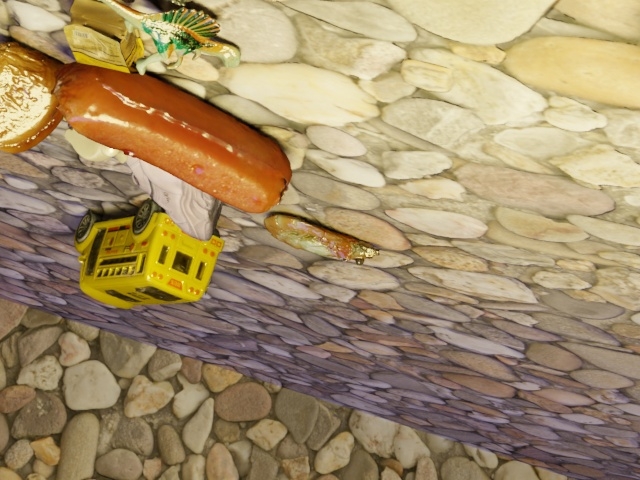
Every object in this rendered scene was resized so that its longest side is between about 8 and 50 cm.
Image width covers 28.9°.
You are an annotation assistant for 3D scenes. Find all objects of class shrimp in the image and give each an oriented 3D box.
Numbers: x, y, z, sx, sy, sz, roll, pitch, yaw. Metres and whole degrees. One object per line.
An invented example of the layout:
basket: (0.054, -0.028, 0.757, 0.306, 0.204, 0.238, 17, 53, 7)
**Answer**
shrimp: (0.000, 0.000, 1.885, 0.184, 0.043, 0.091, 18, 161, -2)

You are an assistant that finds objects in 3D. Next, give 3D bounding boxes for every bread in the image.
bread: (-0.365, -0.168, 1.509, 0.126, 0.129, 0.044, 28, -167, -40)

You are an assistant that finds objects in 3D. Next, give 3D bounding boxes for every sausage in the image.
sausage: (-0.171, -0.131, 1.505, 0.330, 0.102, 0.102, 25, 162, -32)

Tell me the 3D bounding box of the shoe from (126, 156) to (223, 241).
shoe: (-0.203, -0.077, 1.746, 0.137, 0.095, 0.245, 19, 161, 2)

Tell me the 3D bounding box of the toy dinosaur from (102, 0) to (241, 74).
toy dinosaur: (-0.154, -0.219, 1.279, 0.106, 0.044, 0.187, -4, 150, 18)

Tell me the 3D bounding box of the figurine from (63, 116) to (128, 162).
figurine: (-0.253, -0.153, 1.575, 0.081, 0.098, 0.146, -42, 171, 31)

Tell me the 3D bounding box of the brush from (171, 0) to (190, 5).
brush: (-0.185, -0.269, 1.166, 0.034, 0.028, 0.190, 5, 160, 36)

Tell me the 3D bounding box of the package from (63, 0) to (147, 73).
package: (-0.235, -0.214, 1.369, 0.071, 0.047, 0.131, 14, 164, 3)

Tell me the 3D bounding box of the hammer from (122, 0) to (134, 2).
hammer: (-0.245, -0.258, 1.296, 0.122, 0.014, 0.029, 9, 167, 33)

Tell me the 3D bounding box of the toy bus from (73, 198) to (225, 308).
toy bus: (-0.308, 0.033, 2.107, 0.144, 0.152, 0.330, 25, 162, -31)
